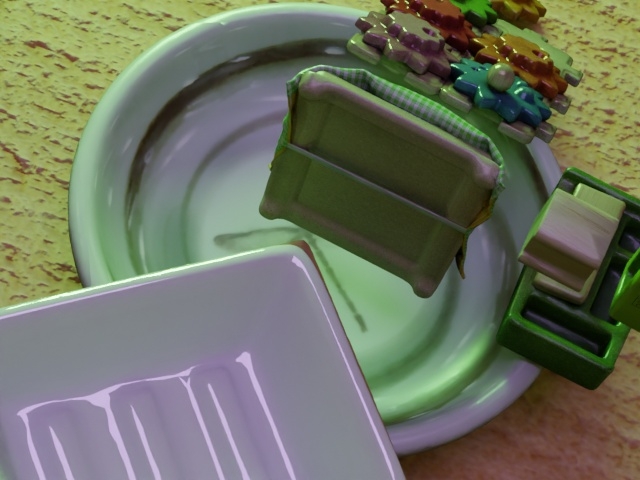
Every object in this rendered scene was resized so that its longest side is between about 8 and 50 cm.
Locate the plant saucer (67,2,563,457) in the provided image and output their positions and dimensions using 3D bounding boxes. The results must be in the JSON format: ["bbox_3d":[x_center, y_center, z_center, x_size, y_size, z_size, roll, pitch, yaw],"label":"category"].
[{"bbox_3d":[0.000,0.000,1.343,0.400,0.100,0.400,5,60,-9],"label":"plant saucer"}]

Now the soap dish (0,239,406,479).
[{"bbox_3d":[-0.105,0.138,1.109,0.290,0.118,0.229,-13,66,-23],"label":"soap dish"}]

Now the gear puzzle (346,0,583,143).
[{"bbox_3d":[0.142,-0.178,1.414,0.175,0.044,0.339,28,26,4],"label":"gear puzzle"}]

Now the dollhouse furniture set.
[{"bbox_3d":[0.124,-0.052,1.226,0.301,0.197,0.151,27,60,2],"label":"dollhouse furniture set"}]
